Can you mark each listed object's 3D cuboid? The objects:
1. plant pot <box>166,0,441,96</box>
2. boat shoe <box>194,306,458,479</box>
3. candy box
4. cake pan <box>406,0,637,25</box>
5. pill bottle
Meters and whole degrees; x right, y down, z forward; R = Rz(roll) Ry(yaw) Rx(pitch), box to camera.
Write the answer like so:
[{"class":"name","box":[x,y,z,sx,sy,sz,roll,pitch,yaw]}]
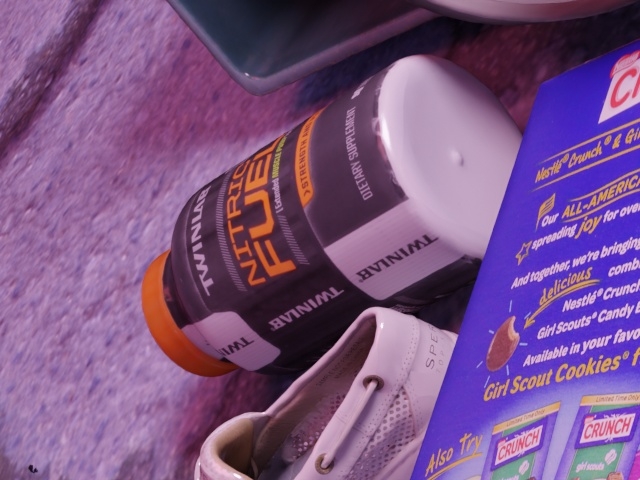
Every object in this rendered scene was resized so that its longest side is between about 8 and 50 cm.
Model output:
[{"class":"plant pot","box":[0.007,-0.296,1.287,0.247,0.248,0.252,-20,28,47]},{"class":"boat shoe","box":[-0.031,0.138,1.050,0.277,0.096,0.098,-48,31,16]},{"class":"candy box","box":[0.165,0.055,0.780,0.268,0.122,0.317,-22,44,60]},{"class":"cake pan","box":[0.101,-0.249,1.075,0.054,0.293,0.293,118,173,-69]},{"class":"pill bottle","box":[0.000,0.000,1.105,0.245,0.130,0.130,-31,38,39]}]
